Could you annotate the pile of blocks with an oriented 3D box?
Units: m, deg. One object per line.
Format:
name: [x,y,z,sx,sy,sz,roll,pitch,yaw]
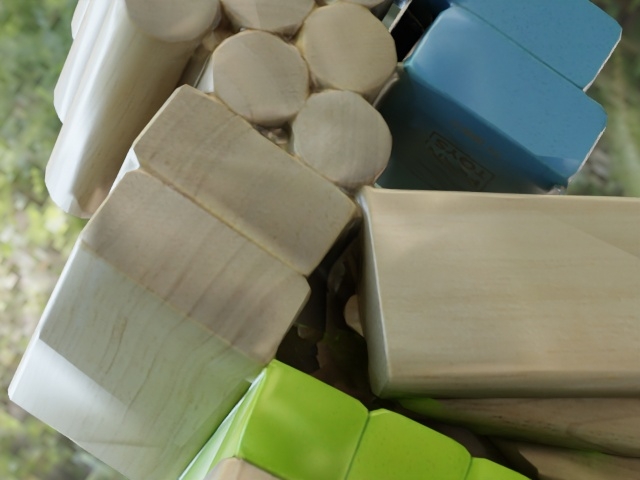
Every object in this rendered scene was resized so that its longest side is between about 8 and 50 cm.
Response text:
pile of blocks: [0.000,0.000,0.418,0.112,0.149,0.362,127,144,-60]
